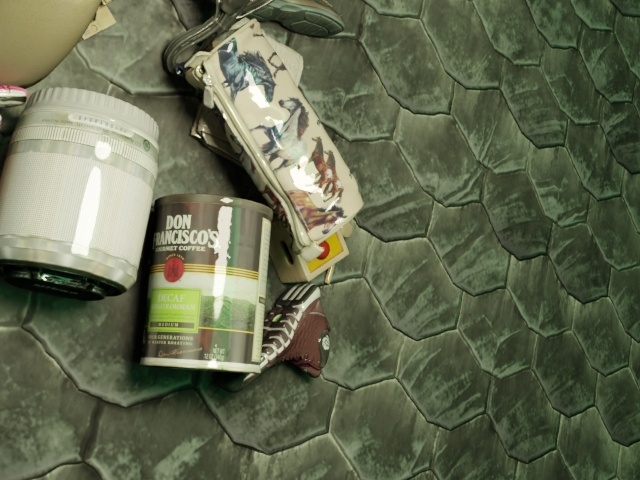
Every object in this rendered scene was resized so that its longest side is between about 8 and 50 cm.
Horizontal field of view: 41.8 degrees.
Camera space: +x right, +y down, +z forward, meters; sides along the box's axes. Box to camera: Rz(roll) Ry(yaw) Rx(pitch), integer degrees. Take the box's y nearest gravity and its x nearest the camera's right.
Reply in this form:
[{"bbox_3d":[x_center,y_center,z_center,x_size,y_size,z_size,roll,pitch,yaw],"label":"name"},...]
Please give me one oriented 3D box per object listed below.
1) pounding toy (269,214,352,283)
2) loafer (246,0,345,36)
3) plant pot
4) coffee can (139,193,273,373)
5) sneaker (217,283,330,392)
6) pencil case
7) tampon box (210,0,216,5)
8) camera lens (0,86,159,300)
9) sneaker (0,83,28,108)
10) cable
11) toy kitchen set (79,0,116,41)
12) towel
[{"bbox_3d":[0.007,0.006,1.662,0.206,0.094,0.181,-33,107,-40],"label":"pounding toy"},{"bbox_3d":[-0.059,-0.475,1.667,0.267,0.096,0.084,3,77,-41],"label":"loafer"},{"bbox_3d":[-0.420,-0.366,1.191,0.256,0.274,0.257,6,81,-42],"label":"plant pot"},{"bbox_3d":[-0.188,0.078,1.399,0.201,0.201,0.276,12,77,-41],"label":"coffee can"},{"bbox_3d":[-0.062,0.221,1.569,0.281,0.106,0.163,-46,121,-35],"label":"sneaker"},{"bbox_3d":[-0.080,-0.171,1.468,0.183,0.159,0.410,-41,103,-42],"label":"pencil case"},{"bbox_3d":[-0.169,-0.511,1.508,0.120,0.101,0.161,33,101,-34],"label":"tampon box"},{"bbox_3d":[-0.363,-0.059,1.241,0.219,0.219,0.275,21,71,-39],"label":"camera lens"},{"bbox_3d":[-0.509,-0.181,1.220,0.170,0.063,0.075,-20,115,-26],"label":"sneaker"},{"bbox_3d":[-0.169,-0.413,1.485,0.139,0.287,0.072,12,36,-50],"label":"cable"},{"bbox_3d":[-0.380,-0.381,1.369,0.075,0.068,0.083,-44,114,-37],"label":"toy kitchen set"},{"bbox_3d":[-0.134,-0.279,1.599,0.187,0.049,0.282,28,66,-38],"label":"towel"}]
